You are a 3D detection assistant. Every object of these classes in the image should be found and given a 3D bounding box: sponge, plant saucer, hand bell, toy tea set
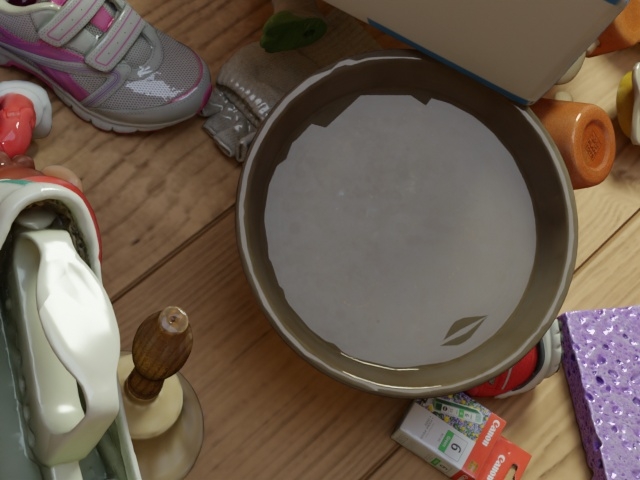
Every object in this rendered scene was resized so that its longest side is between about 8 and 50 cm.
[{"bbox_3d":[0.286,0.158,1.132,0.117,0.031,0.210,-2,66,-17],"label":"sponge"},{"bbox_3d":[0.068,-0.013,1.010,0.277,0.041,0.278,2,80,-11],"label":"plant saucer"},{"bbox_3d":[-0.127,0.099,0.920,0.126,0.242,0.126,6,64,-13],"label":"hand bell"},{"bbox_3d":[0.255,-0.163,1.235,0.336,0.124,0.200,-23,108,-43],"label":"toy tea set"}]

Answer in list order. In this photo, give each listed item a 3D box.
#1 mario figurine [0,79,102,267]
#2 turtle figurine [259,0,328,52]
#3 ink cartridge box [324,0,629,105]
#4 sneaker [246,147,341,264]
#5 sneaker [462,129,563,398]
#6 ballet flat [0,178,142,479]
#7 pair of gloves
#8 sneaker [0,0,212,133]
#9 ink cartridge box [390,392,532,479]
[{"bbox_3d":[-0.296,-0.037,1.030,0.198,0.170,0.320,-45,69,8],"label":"mario figurine"},{"bbox_3d":[-0.082,-0.318,1.153,0.197,0.274,0.266,-32,67,12],"label":"turtle figurine"},{"bbox_3d":[0.135,-0.352,1.037,0.285,0.166,0.395,27,60,-5],"label":"ink cartridge box"},{"bbox_3d":[0.000,0.000,1.064,0.081,0.094,0.209,-30,82,-1],"label":"sneaker"},{"bbox_3d":[0.116,0.003,1.098,0.118,0.107,0.279,-19,86,-12],"label":"sneaker"},{"bbox_3d":[-0.167,0.148,0.822,0.139,0.139,0.400,-10,82,-20],"label":"ballet flat"},{"bbox_3d":[0.016,-0.097,1.170,0.204,0.042,0.240,-30,76,-26],"label":"pair of gloves"},{"bbox_3d":[-0.210,-0.181,1.103,0.252,0.111,0.103,23,61,-5],"label":"sneaker"},{"bbox_3d":[0.124,0.170,1.080,0.115,0.029,0.063,34,61,2],"label":"ink cartridge box"}]
